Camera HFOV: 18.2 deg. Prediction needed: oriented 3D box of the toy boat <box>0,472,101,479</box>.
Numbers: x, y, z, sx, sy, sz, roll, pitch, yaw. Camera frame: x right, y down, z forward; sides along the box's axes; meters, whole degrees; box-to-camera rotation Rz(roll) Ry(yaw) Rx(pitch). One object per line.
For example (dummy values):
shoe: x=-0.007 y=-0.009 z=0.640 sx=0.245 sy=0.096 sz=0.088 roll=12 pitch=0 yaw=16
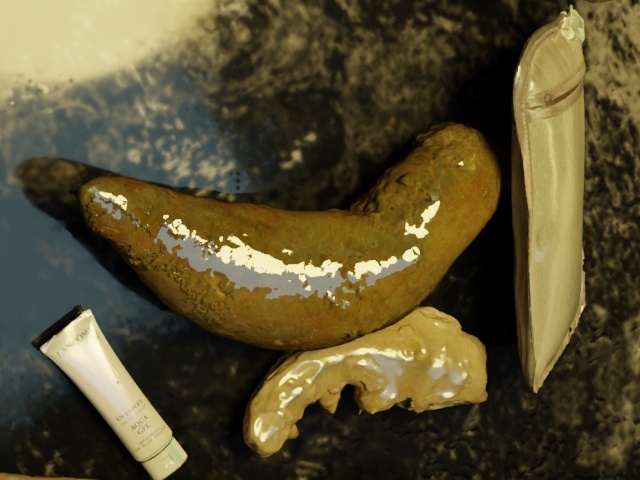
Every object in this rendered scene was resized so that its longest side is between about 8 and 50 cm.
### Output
toy boat: x=-0.135 y=0.182 z=1.151 sx=0.188 sy=0.116 sz=0.061 roll=8 pitch=99 yaw=-22

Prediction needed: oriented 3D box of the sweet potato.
sweet potato: x=0.002 y=0.003 z=1.196 sx=0.310 sy=0.098 sz=0.124 roll=-10 pitch=94 yaw=-24

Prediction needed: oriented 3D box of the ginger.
ginger: x=0.027 y=0.084 z=1.248 sx=0.173 sy=0.051 sz=0.069 roll=-11 pitch=96 yaw=-17

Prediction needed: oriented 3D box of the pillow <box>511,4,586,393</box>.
pillow: x=0.145 y=-0.027 z=1.245 sx=0.130 sy=0.038 sz=0.233 roll=-46 pitch=136 yaw=-60

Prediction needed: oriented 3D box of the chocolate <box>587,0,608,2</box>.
chocolate: x=0.084 y=-0.226 z=1.182 sx=0.309 sy=0.134 sz=0.134 roll=18 pitch=90 yaw=-23

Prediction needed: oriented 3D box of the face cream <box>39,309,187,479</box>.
face cream: x=-0.122 y=0.095 z=1.195 sx=0.038 sy=0.020 sz=0.115 roll=-39 pitch=108 yaw=-14
